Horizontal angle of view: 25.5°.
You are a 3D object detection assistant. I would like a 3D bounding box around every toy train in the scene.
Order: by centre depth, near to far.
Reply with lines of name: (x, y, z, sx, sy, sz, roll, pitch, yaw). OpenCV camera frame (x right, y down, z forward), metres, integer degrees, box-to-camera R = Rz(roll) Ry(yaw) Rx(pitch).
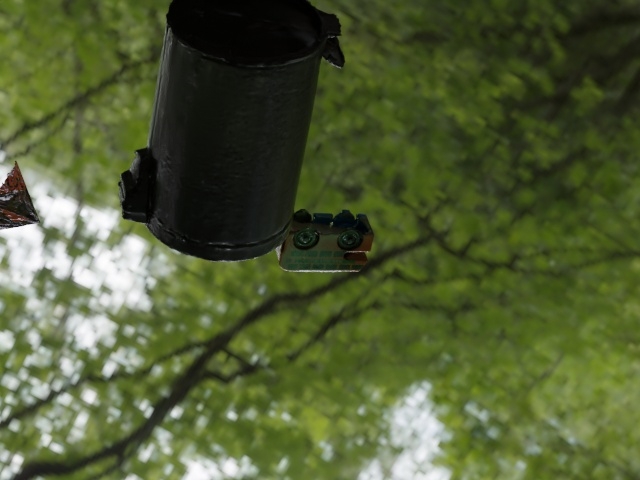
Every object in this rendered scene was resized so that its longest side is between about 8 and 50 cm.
toy train: (0.000, 0.000, 2.495, 0.188, 0.099, 0.072, 0, -140, -15)

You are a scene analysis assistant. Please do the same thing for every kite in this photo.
kite: (-0.566, -0.053, 2.591, 0.125, 0.222, 0.008, 22, -146, -38)

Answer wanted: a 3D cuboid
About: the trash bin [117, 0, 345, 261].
trash bin: (-0.113, -0.150, 1.753, 0.252, 0.301, 0.203, 1, -140, -16)
